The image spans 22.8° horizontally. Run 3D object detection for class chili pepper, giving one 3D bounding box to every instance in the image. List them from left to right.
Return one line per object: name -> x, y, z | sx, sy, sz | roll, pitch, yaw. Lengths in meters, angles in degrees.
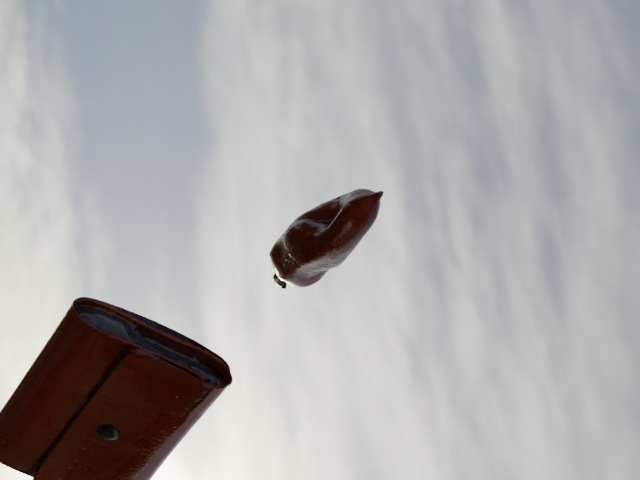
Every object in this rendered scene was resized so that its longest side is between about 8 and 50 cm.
chili pepper -> -0.001, 0.000, 1.251 | 0.050, 0.059, 0.191 | 44, -36, -4

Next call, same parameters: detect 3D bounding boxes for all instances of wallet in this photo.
wallet -> -0.181, 0.142, 1.310 | 0.204, 0.142, 0.045 | -51, -162, 37
